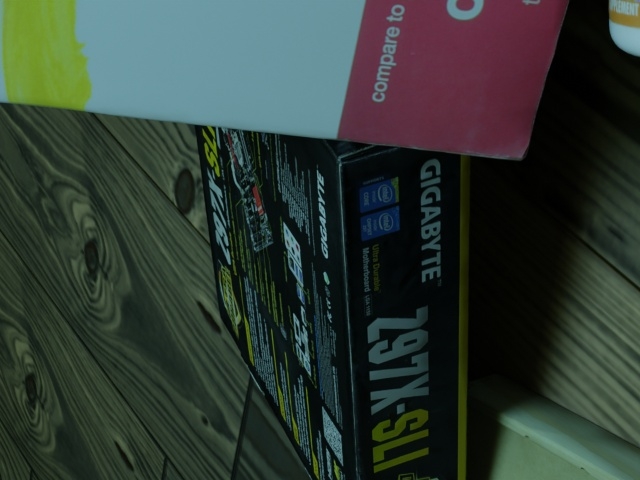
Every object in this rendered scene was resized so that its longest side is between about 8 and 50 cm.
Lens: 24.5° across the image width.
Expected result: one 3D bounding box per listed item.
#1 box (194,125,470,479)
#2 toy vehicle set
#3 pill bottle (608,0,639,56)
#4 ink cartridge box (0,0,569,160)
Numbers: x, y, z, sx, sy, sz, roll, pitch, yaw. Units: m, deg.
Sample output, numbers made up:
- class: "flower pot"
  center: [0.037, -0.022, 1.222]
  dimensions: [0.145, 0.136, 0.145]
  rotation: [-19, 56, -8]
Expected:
- class: "box"
  center: [0.000, 0.000, 0.888]
  dimensions: [0.257, 0.079, 0.322]
  rotation: [-122, 21, -47]
- class: "toy vehicle set"
  center: [0.141, 0.232, 0.893]
  dimensions: [0.166, 0.035, 0.267]
  rotation: [28, 124, 50]
- class: "pill bottle"
  center: [0.179, -0.186, 0.604]
  dimensions: [0.121, 0.121, 0.216]
  rotation: [18, 116, 54]
- class: "ink cartridge box"
  center: [-0.092, -0.191, 0.702]
  dimensions: [0.279, 0.384, 0.160]
  rotation: [-99, 17, -54]
